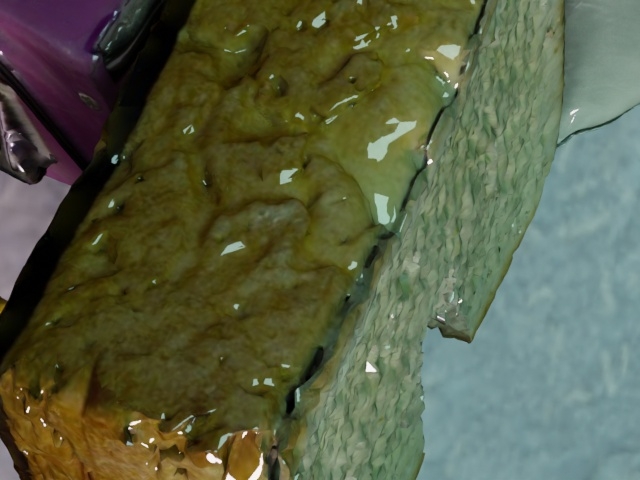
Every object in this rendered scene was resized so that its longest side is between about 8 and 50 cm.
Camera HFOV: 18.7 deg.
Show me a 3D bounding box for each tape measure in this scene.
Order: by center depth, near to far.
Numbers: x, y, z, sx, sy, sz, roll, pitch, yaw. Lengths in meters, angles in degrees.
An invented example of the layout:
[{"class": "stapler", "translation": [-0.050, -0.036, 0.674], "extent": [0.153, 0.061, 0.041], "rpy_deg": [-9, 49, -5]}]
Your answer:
[{"class": "tape measure", "translation": [-0.092, -0.069, 0.630], "extent": [0.074, 0.118, 0.125], "rpy_deg": [-56, 156, -20]}]

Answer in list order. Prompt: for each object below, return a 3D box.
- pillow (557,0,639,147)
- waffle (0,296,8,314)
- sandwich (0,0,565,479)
[{"class": "pillow", "translation": [0.121, -0.169, 0.798], "extent": [0.144, 0.078, 0.254], "rpy_deg": [-24, 107, -20]}, {"class": "waffle", "translation": [-0.233, 0.046, 0.559], "extent": [0.329, 0.062, 0.329], "rpy_deg": [-6, 104, -24]}, {"class": "sandwich", "translation": [0.002, 0.001, 0.639], "extent": [0.249, 0.095, 0.273], "rpy_deg": [84, 28, -60]}]
